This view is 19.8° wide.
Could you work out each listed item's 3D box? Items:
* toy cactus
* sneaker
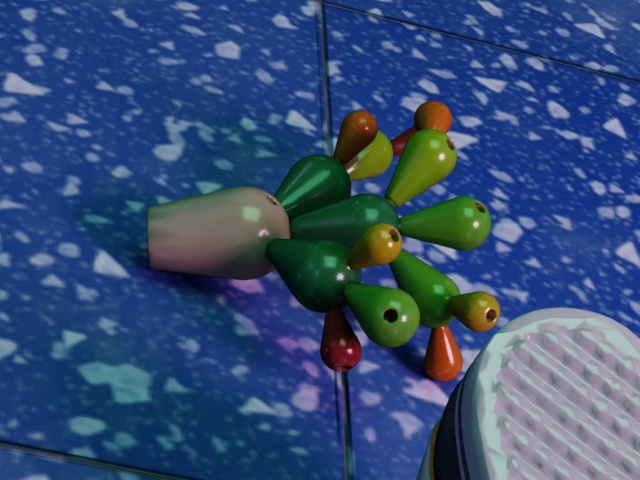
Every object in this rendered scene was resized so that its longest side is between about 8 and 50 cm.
[{"bbox_3d":[0.000,0.000,0.977,0.180,0.112,0.219,-2,39,0],"label":"toy cactus"},{"bbox_3d":[0.100,0.197,0.728,0.126,0.127,0.321,6,61,-10],"label":"sneaker"}]
